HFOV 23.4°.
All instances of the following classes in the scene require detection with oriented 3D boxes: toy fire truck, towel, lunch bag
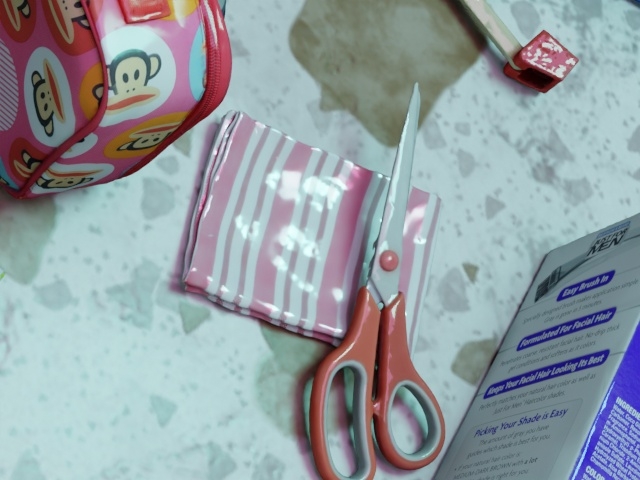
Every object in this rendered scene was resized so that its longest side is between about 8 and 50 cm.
[{"bbox_3d":[0.151,-0.228,1.275,0.192,0.047,0.135,38,77,-3],"label":"toy fire truck"},{"bbox_3d":[0.000,0.000,1.141,0.197,0.029,0.144,21,66,-22],"label":"towel"},{"bbox_3d":[-0.167,-0.190,0.973,0.120,0.258,0.293,-14,83,-31],"label":"lunch bag"}]

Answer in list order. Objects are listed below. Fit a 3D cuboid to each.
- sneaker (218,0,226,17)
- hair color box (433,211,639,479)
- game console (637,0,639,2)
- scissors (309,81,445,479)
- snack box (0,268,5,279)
[{"bbox_3d":[-0.104,-0.286,1.102,0.112,0.131,0.319,-1,76,-49],"label":"sneaker"},{"bbox_3d":[0.189,0.140,1.111,0.110,0.185,0.338,37,61,-14],"label":"hair color box"},{"bbox_3d":[0.383,-0.311,1.292,0.250,0.293,0.173,26,62,-19],"label":"game console"},{"bbox_3d":[0.038,0.032,1.120,0.109,0.021,0.297,-2,89,-25],"label":"scissors"},{"bbox_3d":[-0.270,-0.002,0.951,0.141,0.100,0.037,41,60,-12],"label":"snack box"}]
